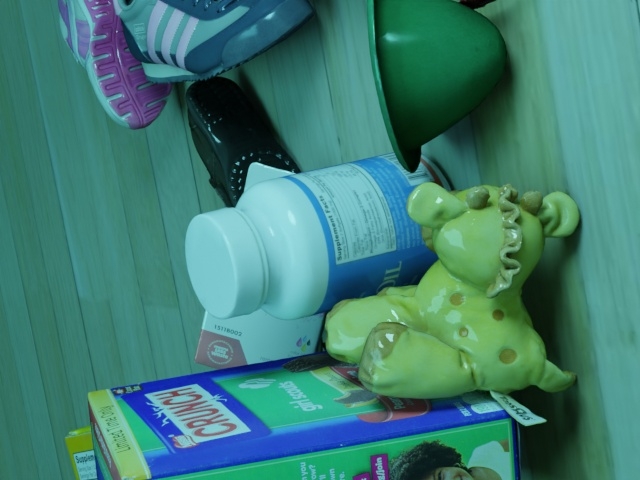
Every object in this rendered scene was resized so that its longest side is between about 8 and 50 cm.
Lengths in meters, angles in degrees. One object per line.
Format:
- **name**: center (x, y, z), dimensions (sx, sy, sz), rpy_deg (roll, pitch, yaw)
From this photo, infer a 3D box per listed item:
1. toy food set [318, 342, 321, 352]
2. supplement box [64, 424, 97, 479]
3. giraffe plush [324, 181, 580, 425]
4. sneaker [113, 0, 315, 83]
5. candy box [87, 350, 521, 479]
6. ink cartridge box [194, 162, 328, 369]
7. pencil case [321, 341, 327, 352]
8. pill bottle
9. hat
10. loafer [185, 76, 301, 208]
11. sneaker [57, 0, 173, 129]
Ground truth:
- **toy food set**: center (-0.066, 0.049, 1.680), dimensions (0.192, 0.038, 0.132), rpy_deg (30, 127, 52)
- **supplement box**: center (-0.121, 0.352, 1.744), dimensions (0.194, 0.195, 0.356), rpy_deg (-20, 85, 60)
- **giraffe plush**: center (0.116, 0.031, 1.252), dimensions (0.210, 0.181, 0.170), rpy_deg (22, 113, 45)
- **sneaker**: center (-0.125, -0.235, 1.561), dimensions (0.319, 0.112, 0.131), rpy_deg (1, 123, 58)
- **candy box**: center (-0.025, 0.185, 1.325), dimensions (0.268, 0.317, 0.122), rpy_deg (-147, 49, -72)
- **ink cartridge box**: center (-0.043, 0.036, 1.520), dimensions (0.067, 0.115, 0.198), rpy_deg (-66, -9, -69)
- **pencil case**: center (0.030, 0.176, 1.533), dimensions (0.064, 0.070, 0.151), rpy_deg (-155, 58, -69)
- **pill bottle**: center (0.000, 0.000, 1.361), dimensions (0.124, 0.221, 0.124), rpy_deg (32, 129, 51)
- **hat**: center (0.142, -0.154, 1.256), dimensions (0.208, 0.184, 0.173), rpy_deg (7, -106, -77)
- **loafer**: center (-0.073, -0.068, 1.619), dimensions (0.078, 0.080, 0.220), rpy_deg (105, 144, -58)
- **sneaker**: center (-0.240, -0.236, 1.811), dimensions (0.111, 0.103, 0.252), rpy_deg (130, 127, -60)
